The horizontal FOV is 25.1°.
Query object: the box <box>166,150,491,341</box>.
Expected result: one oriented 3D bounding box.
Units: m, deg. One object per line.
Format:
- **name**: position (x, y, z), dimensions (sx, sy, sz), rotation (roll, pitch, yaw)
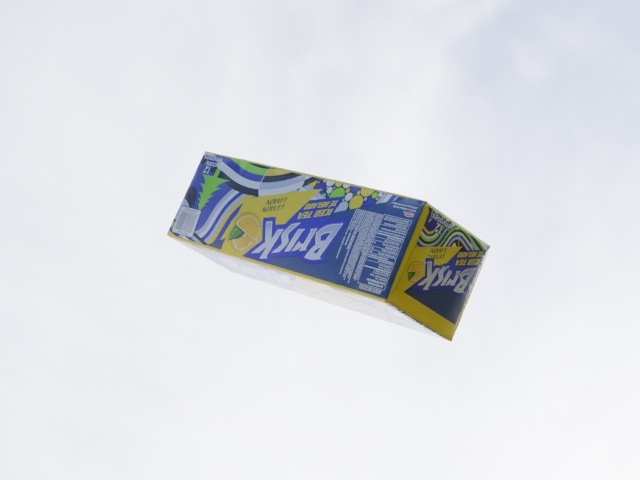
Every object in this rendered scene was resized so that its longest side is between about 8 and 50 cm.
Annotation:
- **box**: position (0.000, 0.000, 0.736), dimensions (0.059, 0.169, 0.054), rotation (32, -101, -44)
